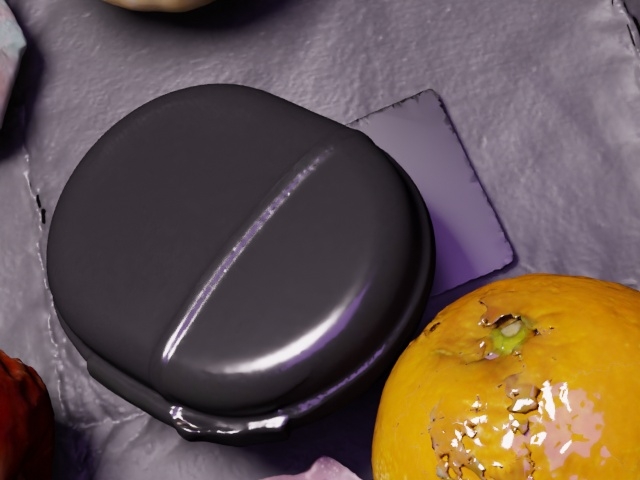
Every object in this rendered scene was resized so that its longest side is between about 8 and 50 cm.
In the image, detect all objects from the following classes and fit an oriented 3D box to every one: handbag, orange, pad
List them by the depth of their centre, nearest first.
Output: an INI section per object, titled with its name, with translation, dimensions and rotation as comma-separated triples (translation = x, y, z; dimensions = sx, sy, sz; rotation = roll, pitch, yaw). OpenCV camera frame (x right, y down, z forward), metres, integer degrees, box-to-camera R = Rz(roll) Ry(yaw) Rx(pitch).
[orange]
translation = 0.156, 0.142, 0.917
dimensions = 0.246, 0.246, 0.246
rotation = -2, 75, 7
[handbag]
translation = -0.066, 0.010, 1.005
dimensions = 0.308, 0.093, 0.253
rotation = 27, 73, 33
[pad]
translation = 0.000, 0.000, 1.090
dimensions = 0.265, 0.009, 0.159
rotation = -24, 74, 2

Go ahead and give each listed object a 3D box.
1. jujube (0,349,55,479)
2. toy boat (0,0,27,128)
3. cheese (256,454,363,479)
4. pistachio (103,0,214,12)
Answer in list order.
[jujube]
translation = -0.313, 0.147, 0.984
dimensions = 0.232, 0.213, 0.213
rotation = 14, 77, 10
[toy boat]
translation = -0.352, -0.199, 1.123
dimensions = 0.206, 0.096, 0.282
rotation = -12, 69, -10
[cheese]
translation = -0.048, 0.286, 0.973
dimensions = 0.189, 0.074, 0.286
rotation = 28, 88, 35
[pistachio]
translation = -0.111, -0.319, 1.085
dimensions = 0.238, 0.229, 0.321
rotation = 18, 66, 46
